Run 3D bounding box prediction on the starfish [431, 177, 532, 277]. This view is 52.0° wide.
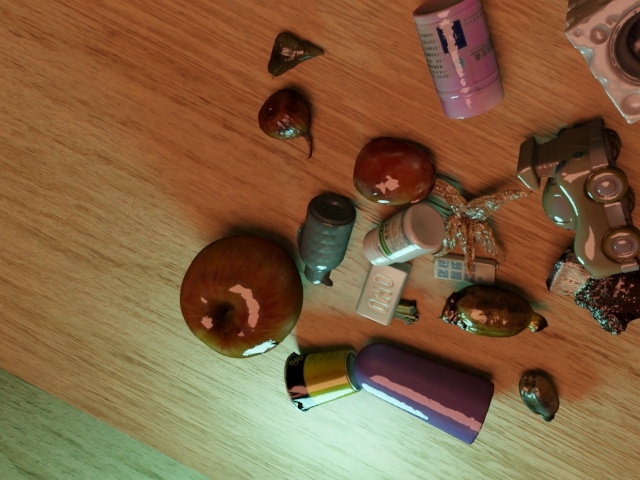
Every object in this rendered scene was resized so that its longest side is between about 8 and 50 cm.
[{"bbox_3d":[0.423,-0.034,1.793,0.301,0.084,0.294,8,125,26],"label":"starfish"}]

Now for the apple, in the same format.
[{"bbox_3d":[-0.243,0.174,2.095,0.400,0.333,0.401,6,108,18],"label":"apple"}]

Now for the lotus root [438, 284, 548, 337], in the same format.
[{"bbox_3d":[0.501,0.207,1.908,0.313,0.142,0.169,10,161,6],"label":"lotus root"}]

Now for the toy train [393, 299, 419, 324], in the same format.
[{"bbox_3d":[0.256,0.222,2.093,0.122,0.050,0.081,11,120,16],"label":"toy train"}]

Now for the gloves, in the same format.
[{"bbox_3d":[0.763,0.132,1.752,0.312,0.135,0.211,14,123,9],"label":"gloves"}]

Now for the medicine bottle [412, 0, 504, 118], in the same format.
[{"bbox_3d":[0.319,-0.424,1.501,0.152,0.152,0.254,-9,121,28],"label":"medicine bottle"}]

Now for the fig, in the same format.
[{"bbox_3d":[-0.064,-0.313,1.785,0.201,0.134,0.146,35,164,-33],"label":"fig"}]

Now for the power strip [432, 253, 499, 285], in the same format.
[{"bbox_3d":[0.422,0.083,1.923,0.192,0.035,0.082,8,128,18],"label":"power strip"}]

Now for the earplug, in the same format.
[{"bbox_3d":[0.324,0.483,2.165,0.455,0.215,0.215,22,131,10],"label":"earplug"}]

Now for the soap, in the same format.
[{"bbox_3d":[0.193,0.149,2.020,0.119,0.066,0.198,21,118,10],"label":"soap"}]

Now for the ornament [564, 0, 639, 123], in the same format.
[{"bbox_3d":[0.657,-0.427,1.299,0.239,0.240,0.240,-31,109,36],"label":"ornament"}]

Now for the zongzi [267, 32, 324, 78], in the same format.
[{"bbox_3d":[-0.071,-0.453,1.713,0.130,0.062,0.154,19,138,-7],"label":"zongzi"}]

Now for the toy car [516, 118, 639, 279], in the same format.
[{"bbox_3d":[0.626,-0.091,1.568,0.226,0.242,0.336,-13,118,27],"label":"toy car"}]

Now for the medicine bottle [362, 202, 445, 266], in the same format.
[{"bbox_3d":[0.228,-0.010,1.837,0.139,0.139,0.237,43,150,-12],"label":"medicine bottle"}]

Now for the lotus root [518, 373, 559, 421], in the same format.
[{"bbox_3d":[0.702,0.503,2.093,0.113,0.088,0.192,-5,125,45],"label":"lotus root"}]

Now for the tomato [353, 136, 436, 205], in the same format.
[{"bbox_3d":[0.177,-0.165,1.736,0.214,0.155,0.181,11,120,32],"label":"tomato"}]

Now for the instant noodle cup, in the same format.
[{"bbox_3d":[0.018,0.475,2.301,0.236,0.216,0.216,-18,117,22],"label":"instant noodle cup"}]

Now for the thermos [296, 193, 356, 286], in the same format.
[{"bbox_3d":[0.000,0.000,1.975,0.182,0.144,0.287,45,139,29],"label":"thermos"}]
